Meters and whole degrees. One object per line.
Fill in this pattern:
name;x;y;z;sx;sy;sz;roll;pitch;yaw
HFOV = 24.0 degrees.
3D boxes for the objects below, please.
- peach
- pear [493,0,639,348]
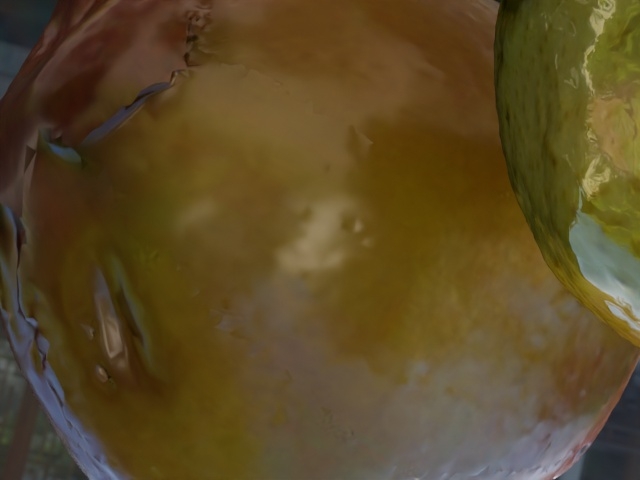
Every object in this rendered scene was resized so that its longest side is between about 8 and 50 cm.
peach;-0.001;-0.001;0.787;0.372;0.372;0.290;16;-178;-33
pear;0.184;-0.061;0.535;0.271;0.271;0.271;13;175;1
